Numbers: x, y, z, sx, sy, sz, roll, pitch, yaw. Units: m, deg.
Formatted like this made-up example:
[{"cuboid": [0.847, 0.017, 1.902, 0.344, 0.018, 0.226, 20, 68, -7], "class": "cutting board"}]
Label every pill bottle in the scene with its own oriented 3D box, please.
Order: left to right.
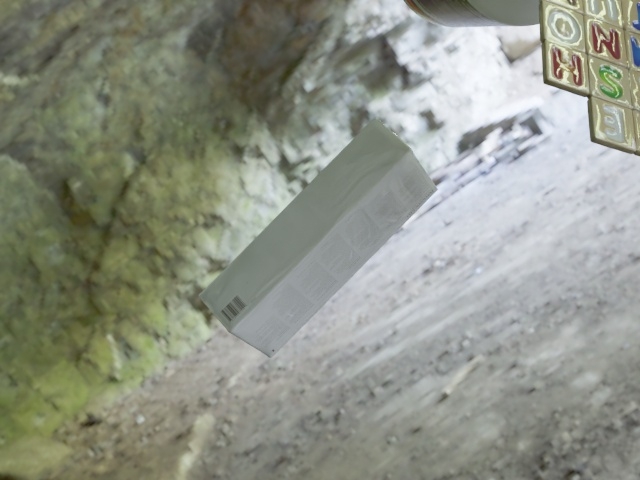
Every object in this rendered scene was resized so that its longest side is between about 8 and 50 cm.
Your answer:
[{"cuboid": [0.209, -0.343, 1.234, 0.181, 0.181, 0.323, -36, 18, -5], "class": "pill bottle"}]

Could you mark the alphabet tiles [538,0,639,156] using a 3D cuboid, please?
[{"cuboid": [0.281, -0.144, 0.854, 0.009, 0.237, 0.198, 135, 145, -55], "class": "alphabet tiles"}]

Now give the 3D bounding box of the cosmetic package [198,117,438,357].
[{"cuboid": [0.000, 0.000, 1.012, 0.239, 0.060, 0.099, -45, -32, 0], "class": "cosmetic package"}]
